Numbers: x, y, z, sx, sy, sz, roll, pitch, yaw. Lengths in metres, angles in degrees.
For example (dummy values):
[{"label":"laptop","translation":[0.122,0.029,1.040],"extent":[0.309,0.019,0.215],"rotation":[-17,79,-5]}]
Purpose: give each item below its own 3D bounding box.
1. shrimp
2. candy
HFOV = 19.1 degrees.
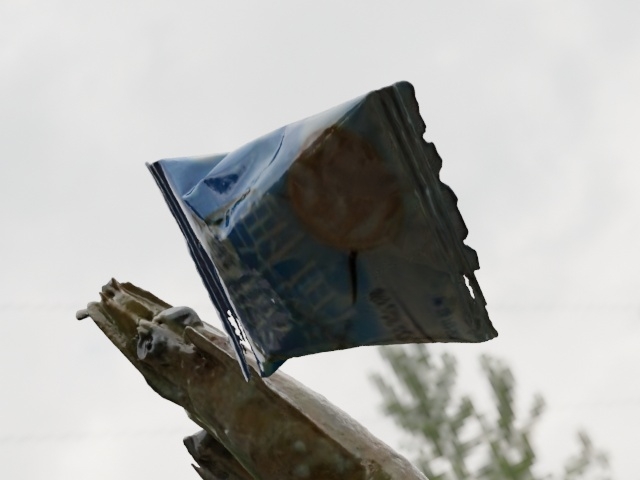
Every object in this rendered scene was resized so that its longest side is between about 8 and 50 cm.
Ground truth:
[{"label":"shrimp","translation":[-0.018,0.097,0.837],"extent":[0.047,0.223,0.126],"rotation":[-53,8,-25]},{"label":"candy","translation":[0.000,0.001,0.627],"extent":[0.136,0.088,0.038],"rotation":[-13,12,47]}]
